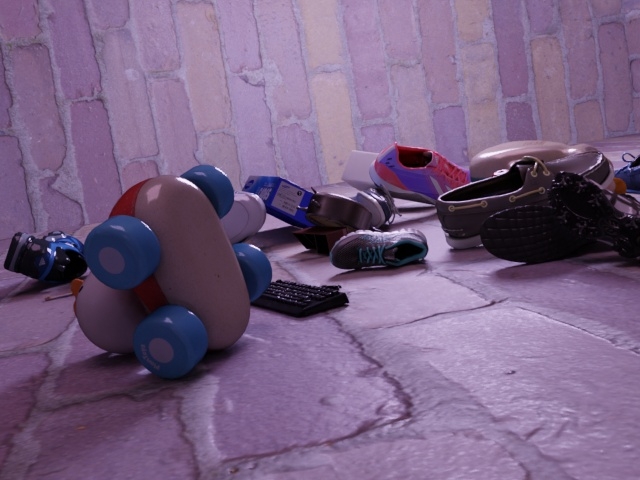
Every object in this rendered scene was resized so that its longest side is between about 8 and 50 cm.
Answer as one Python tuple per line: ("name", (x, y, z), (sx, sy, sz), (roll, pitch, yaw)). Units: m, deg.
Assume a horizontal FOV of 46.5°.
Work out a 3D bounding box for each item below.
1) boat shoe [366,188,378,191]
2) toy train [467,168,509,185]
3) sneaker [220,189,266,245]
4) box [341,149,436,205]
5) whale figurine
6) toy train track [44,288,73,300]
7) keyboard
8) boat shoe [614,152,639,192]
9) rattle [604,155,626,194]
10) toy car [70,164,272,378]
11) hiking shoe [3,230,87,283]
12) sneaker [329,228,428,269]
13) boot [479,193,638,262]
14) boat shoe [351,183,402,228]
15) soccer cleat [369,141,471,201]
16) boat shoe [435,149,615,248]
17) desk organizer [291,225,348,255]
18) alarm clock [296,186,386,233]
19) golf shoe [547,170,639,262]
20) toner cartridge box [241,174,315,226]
("boat shoe", (0.155, -0.106, 2.001), (0.072, 0.068, 0.190), (5, 8, -3))
("toy train", (0.335, -0.066, 1.432), (0.248, 0.105, 0.143), (-2, 24, 40))
("sneaker", (-0.300, -0.012, 1.581), (0.365, 0.137, 0.210), (-12, 9, 6))
("box", (0.198, -0.170, 2.002), (0.275, 0.094, 0.113), (15, -8, 43))
("whale figurine", (0.469, -0.146, 1.646), (0.272, 0.141, 0.216), (-4, 15, 29))
("toy train track", (-0.475, 0.097, 1.398), (0.083, 0.014, 0.048), (-13, 9, -25))
("keyboard", (-0.029, 0.075, 1.053), (0.108, 0.023, 0.180), (-13, 10, -30))
("boat shoe", (0.719, -0.152, 1.612), (0.109, 0.089, 0.258), (-10, 8, -8))
("rattle", (0.562, -0.076, 1.464), (0.130, 0.143, 0.200), (-39, 21, 10))
("toy car", (-0.220, 0.050, 0.877), (0.238, 0.210, 0.219), (-19, 15, 26))
("hiking shoe", (-0.564, 0.051, 1.615), (0.132, 0.113, 0.304), (22, 3, 2))
("sneaker", (0.098, 0.016, 1.205), (0.166, 0.065, 0.076), (-11, 12, -6))
("boot", (0.352, -0.012, 1.147), (0.246, 0.083, 0.161), (-9, -4, -4))
("boat shoe", (0.132, -0.078, 1.726), (0.079, 0.095, 0.254), (-21, 0, -7))
("soccer cleat", (0.279, -0.160, 1.789), (0.318, 0.109, 0.116), (10, -34, -21))
("boat shoe", (0.344, -0.085, 1.261), (0.305, 0.091, 0.109), (-23, 26, 6))
("desk organizer", (0.000, 0.000, 1.465), (0.050, 0.047, 0.130), (-17, 11, -32))
("alarm clock", (0.055, -0.045, 1.485), (0.192, 0.064, 0.129), (25, -11, -15))
("golf shoe", (0.401, -0.029, 1.021), (0.094, 0.077, 0.198), (-2, 35, -40))
("toner cartridge box", (-0.084, -0.091, 1.816), (0.165, 0.075, 0.348), (27, -3, -18))
